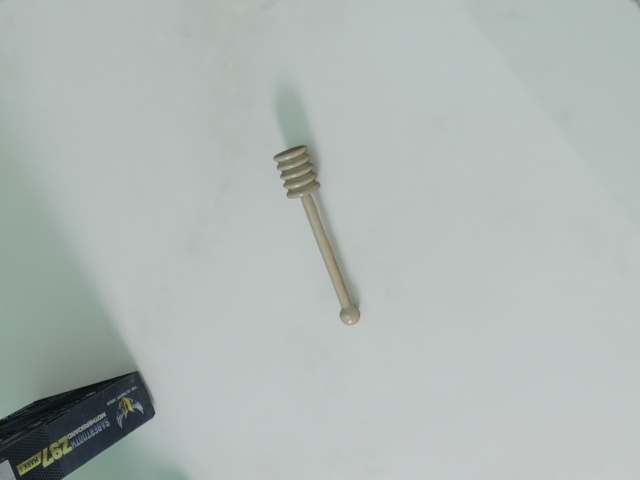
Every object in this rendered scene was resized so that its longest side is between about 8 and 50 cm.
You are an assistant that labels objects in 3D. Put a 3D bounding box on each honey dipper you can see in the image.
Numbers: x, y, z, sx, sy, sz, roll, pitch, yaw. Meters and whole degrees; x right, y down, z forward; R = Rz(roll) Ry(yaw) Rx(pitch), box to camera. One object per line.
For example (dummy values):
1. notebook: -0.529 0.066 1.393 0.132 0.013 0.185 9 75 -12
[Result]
1. honey dipper: 0.000 0.000 0.643 0.030 0.030 0.160 -11 106 29

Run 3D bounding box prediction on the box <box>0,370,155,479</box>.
1. box: -0.307 0.214 0.755 0.183 0.233 0.059 -19 94 30
